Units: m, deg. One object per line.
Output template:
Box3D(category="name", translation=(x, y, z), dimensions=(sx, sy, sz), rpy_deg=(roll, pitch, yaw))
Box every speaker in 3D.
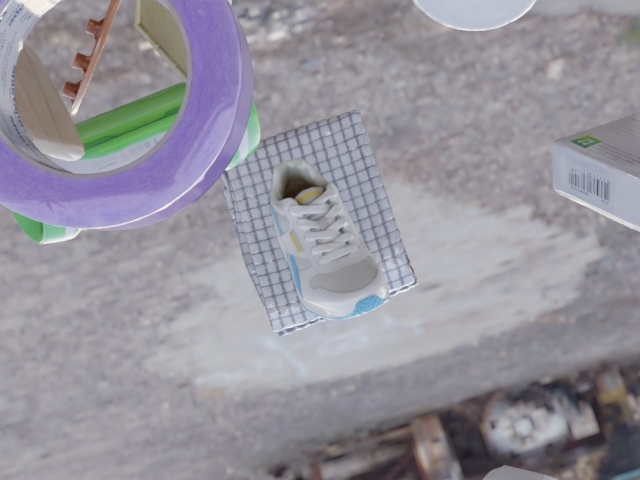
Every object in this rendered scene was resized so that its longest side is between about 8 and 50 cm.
Box3D(category="speaker", translation=(-0.220, -0.101, 1.802), dimensions=(0.296, 0.131, 0.131), rpy_deg=(-25, 173, -28))

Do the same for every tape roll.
Box3D(category="tape roll", translation=(-0.137, -0.100, 0.942), dimensions=(0.189, 0.189, 0.080), rpy_deg=(-18, 179, 3))

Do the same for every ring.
Box3D(category="ring", translation=(-0.287, -0.329, 2.074), dimensions=(0.032, 0.337, 0.336), rpy_deg=(20, 158, -11))

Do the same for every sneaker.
Box3D(category="sneaker", translation=(0.000, 0.000, 1.583), dimensions=(0.087, 0.229, 0.092), rpy_deg=(-21, 127, -13))

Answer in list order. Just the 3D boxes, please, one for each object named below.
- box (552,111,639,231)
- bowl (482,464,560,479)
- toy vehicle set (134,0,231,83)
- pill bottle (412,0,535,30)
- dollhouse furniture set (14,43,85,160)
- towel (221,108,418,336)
Box3D(category="box", translation=(0.405, -0.075, 1.371), dimensions=(0.322, 0.059, 0.232), rpy_deg=(-20, -151, -26))
Box3D(category="bowl", translation=(0.314, 0.366, 2.203), dimensions=(0.142, 0.053, 0.142), rpy_deg=(24, 168, -35))
Box3D(category="toy vehicle set", translation=(-0.143, -0.307, 1.596), dimensions=(0.035, 0.166, 0.267), rpy_deg=(-14, 131, -26))
Box3D(category="pill bottle", translation=(0.192, -0.407, 1.842), dimensions=(0.169, 0.302, 0.169), rpy_deg=(5, 138, 5))
Box3D(category="dollhouse furniture set", translation=(-0.505, -0.089, 1.422), dimensions=(0.362, 0.256, 0.394), rpy_deg=(-44, 150, 24))
Box3D(category="towel", translation=(-0.006, -0.026, 2.268), dimensions=(0.235, 0.284, 0.121), rpy_deg=(-20, 169, 6))
